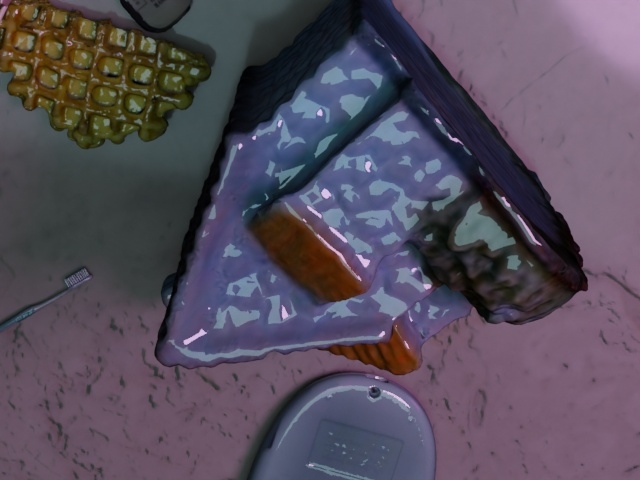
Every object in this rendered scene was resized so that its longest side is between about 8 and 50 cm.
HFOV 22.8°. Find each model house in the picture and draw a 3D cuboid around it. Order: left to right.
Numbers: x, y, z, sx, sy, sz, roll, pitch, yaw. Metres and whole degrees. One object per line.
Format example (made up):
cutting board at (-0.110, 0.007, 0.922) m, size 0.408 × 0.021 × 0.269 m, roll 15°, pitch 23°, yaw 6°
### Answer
model house at (0.000, 0.000, 1.353) m, size 0.339 × 0.360 × 0.297 m, roll -37°, pitch 105°, yaw 11°

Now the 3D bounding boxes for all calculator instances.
calculator at (0.013, 0.272, 1.594) m, size 0.185 × 0.041 × 0.298 m, roll 17°, pitch 104°, yaw -5°

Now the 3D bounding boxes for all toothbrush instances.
toothbrush at (-0.295, 0.072, 1.550) m, size 0.167 × 0.011 × 0.014 m, roll -31°, pitch 99°, yaw 8°

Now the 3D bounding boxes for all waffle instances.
waffle at (-0.210, -0.168, 1.459) m, size 0.161 × 0.046 × 0.192 m, roll -38°, pitch 99°, yaw 17°

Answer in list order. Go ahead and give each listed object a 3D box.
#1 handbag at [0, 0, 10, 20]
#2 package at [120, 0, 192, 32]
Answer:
handbag at (-0.354, -0.236, 1.377) m, size 0.205 × 0.179 × 0.116 m, roll 29°, pitch 96°, yaw 4°
package at (-0.164, -0.312, 1.422) m, size 0.166 × 0.040 × 0.232 m, roll -34°, pitch 104°, yaw 15°
